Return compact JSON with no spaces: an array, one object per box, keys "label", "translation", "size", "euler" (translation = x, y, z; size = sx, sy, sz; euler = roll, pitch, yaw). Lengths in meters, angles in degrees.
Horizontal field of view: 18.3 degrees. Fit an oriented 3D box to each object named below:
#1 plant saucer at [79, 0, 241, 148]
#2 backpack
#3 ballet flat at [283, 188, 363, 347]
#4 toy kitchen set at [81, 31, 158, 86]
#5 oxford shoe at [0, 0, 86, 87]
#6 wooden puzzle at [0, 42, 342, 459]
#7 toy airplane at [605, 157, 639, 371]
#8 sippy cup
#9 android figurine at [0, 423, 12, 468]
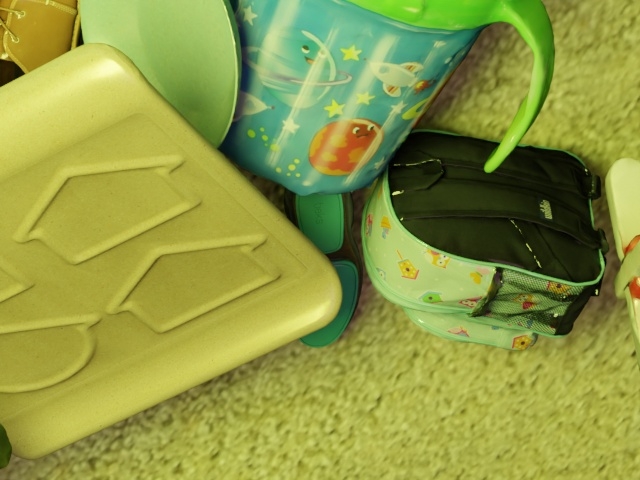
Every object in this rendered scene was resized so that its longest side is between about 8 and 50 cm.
[{"label":"plant saucer","translation":[-0.111,-0.154,1.498],"size":[0.037,0.195,0.195],"euler":[-21,123,-38]},{"label":"backpack","translation":[0.125,-0.003,1.652],"size":[0.188,0.166,0.144],"euler":[15,137,-17]},{"label":"ballet flat","translation":[0.000,0.000,1.684],"size":[0.074,0.074,0.203],"euler":[-6,134,-6]},{"label":"toy kitchen set","translation":[-0.150,-0.165,1.585],"size":[0.068,0.075,0.083],"euler":[-41,114,10]},{"label":"oxford shoe","translation":[-0.231,-0.177,1.552],"size":[0.076,0.076,0.212],"euler":[7,113,30]},{"label":"wooden puzzle","translation":[-0.197,0.009,1.481],"size":[0.322,0.080,0.348],"euler":[-26,140,15]},{"label":"toy airplane","translation":[0.424,-0.003,1.594],"size":[0.386,0.272,0.384],"euler":[43,62,-6]},{"label":"sippy cup","translation":[0.010,-0.165,1.540],"size":[0.240,0.305,0.224],"euler":[-2,132,-39]},{"label":"android figurine","translation":[-0.379,0.167,1.525],"size":[0.273,0.056,0.248],"euler":[-21,131,27]}]
